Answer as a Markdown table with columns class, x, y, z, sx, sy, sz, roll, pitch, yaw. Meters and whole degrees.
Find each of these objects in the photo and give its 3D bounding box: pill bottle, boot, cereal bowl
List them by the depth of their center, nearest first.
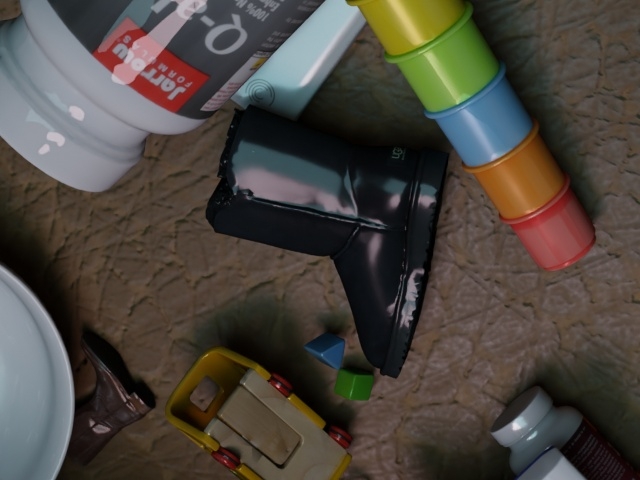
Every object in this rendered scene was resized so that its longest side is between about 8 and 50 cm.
| class | x | y | z | sx | sy | sz | roll | pitch | yaw |
| --- | --- | --- | --- | --- | --- | --- | --- | --- | --- |
| pill bottle | -0.123 | -0.222 | 1.655 | 0.210 | 0.210 | 0.363 | 44 | 109 | -4 |
| boot | 0.000 | 0.000 | 1.790 | 0.207 | 0.094 | 0.246 | 12 | 125 | 7 |
| pill bottle | 0.234 | 0.212 | 1.827 | 0.086 | 0.086 | 0.152 | -42 | 95 | 19 |
| cereal bowl | -0.413 | 0.145 | 1.880 | 0.339 | 0.141 | 0.339 | -3 | 102 | -16 |
| boot | -0.236 | 0.160 | 1.936 | 0.114 | 0.037 | 0.106 | -37 | 94 | 24 |

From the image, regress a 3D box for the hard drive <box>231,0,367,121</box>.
| class | x | y | z | sx | sy | sz | roll | pitch | yaw |
| --- | --- | --- | --- | --- | --- | --- | --- | --- | --- |
| hard drive | -0.025 | -0.301 | 1.748 | 0.233 | 0.047 | 0.353 | 36 | 110 | -1 |

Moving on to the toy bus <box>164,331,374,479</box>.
| class | x | y | z | sx | sy | sz | roll | pitch | yaw |
| --- | --- | --- | --- | --- | --- | --- | --- | --- | --- |
| toy bus | -0.055 | 0.187 | 1.867 | 0.104 | 0.191 | 0.202 | 22 | 116 | 51 |

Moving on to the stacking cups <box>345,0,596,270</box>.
| class | x | y | z | sx | sy | sz | roll | pitch | yaw |
| --- | --- | --- | --- | --- | --- | --- | --- | --- | --- |
| stacking cups | 0.138 | -0.110 | 1.734 | 0.096 | 0.096 | 0.316 | -26 | 113 | 17 |

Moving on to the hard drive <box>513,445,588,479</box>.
| class | x | y | z | sx | sy | sz | roll | pitch | yaw |
| --- | --- | --- | --- | --- | --- | --- | --- | --- | --- |
| hard drive | 0.239 | 0.364 | 1.769 | 0.210 | 0.040 | 0.318 | -44 | 109 | 1 |
